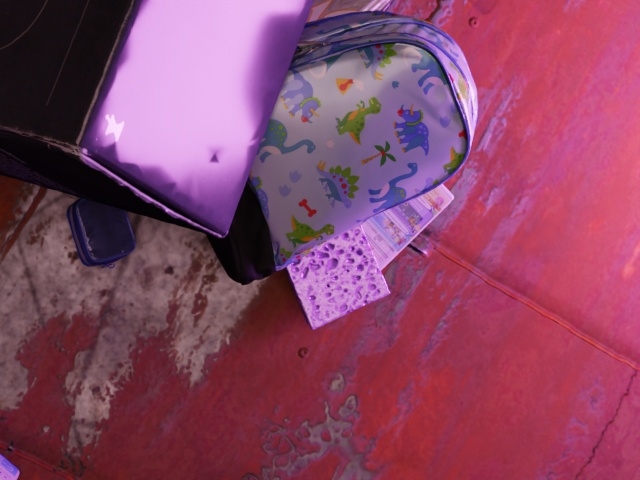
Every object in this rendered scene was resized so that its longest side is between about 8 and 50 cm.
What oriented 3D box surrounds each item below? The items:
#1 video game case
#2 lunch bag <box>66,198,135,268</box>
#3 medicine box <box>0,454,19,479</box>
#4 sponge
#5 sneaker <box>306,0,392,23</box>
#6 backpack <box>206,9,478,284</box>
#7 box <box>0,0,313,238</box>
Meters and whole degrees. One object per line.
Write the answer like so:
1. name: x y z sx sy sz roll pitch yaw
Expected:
1. video game case: 0.042 -0.068 1.642 0.193 0.023 0.212 -44 95 -6
2. lunch bag: -0.283 -0.011 1.569 0.067 0.065 0.098 -15 91 -24
3. medicine box: -0.508 0.265 1.416 0.263 0.289 0.149 44 84 -7
4. sponge: 0.000 0.000 1.606 0.117 0.031 0.210 -23 92 -8
5. sneaker: -0.006 -0.294 1.600 0.262 0.099 0.121 -43 92 -8
6. backpack: 0.015 -0.136 1.476 0.355 0.273 0.290 -24 103 -18
7. box: -0.277 -0.310 1.332 0.472 0.297 0.480 16 81 30
